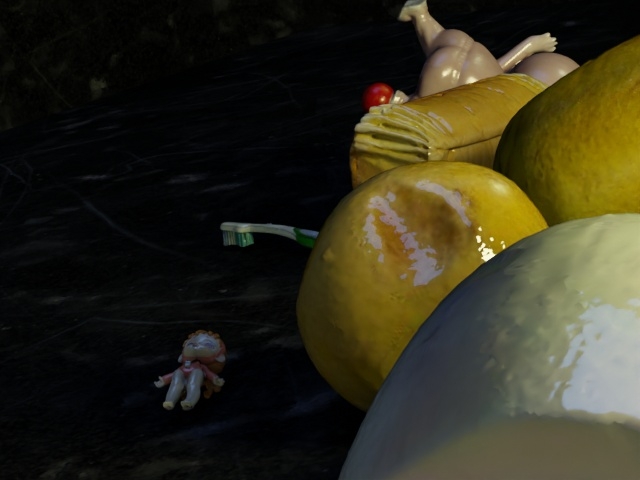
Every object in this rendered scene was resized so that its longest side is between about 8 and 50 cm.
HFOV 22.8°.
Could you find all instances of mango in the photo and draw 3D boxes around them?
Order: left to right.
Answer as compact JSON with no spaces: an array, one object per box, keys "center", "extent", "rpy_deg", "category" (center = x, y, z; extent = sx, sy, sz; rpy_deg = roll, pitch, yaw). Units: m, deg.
[{"center":[0.318,-0.095,1.435],"extent":[0.365,0.182,0.253],"rpy_deg":[-26,-6,33],"category":"mango"}]

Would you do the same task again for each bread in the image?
[{"center":[0.162,-0.091,1.731],"extent":[0.119,0.152,0.288],"rpy_deg":[15,25,41],"category":"bread"}]

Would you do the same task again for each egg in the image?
[{"center":[0.089,0.082,0.543],"extent":[0.271,0.162,0.206],"rpy_deg":[-29,15,21],"category":"egg"}]

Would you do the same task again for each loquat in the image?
[{"center":[0.085,0.039,1.212],"extent":[0.213,0.213,0.213],"rpy_deg":[-11,14,3],"category":"loquat"}]

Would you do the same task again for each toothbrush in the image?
[{"center":[0.000,-0.002,1.773],"extent":[0.304,0.030,0.030],"rpy_deg":[3,20,41],"category":"toothbrush"}]

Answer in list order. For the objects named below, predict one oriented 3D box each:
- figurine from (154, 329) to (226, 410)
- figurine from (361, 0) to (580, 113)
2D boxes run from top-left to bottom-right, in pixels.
[{"center":[-0.110,0.119,1.368],"extent":[0.064,0.047,0.109],"rpy_deg":[-1,25,12],"category":"figurine"},{"center":[0.202,-0.168,1.934],"extent":[0.287,0.186,0.176],"rpy_deg":[22,36,-2],"category":"figurine"}]
